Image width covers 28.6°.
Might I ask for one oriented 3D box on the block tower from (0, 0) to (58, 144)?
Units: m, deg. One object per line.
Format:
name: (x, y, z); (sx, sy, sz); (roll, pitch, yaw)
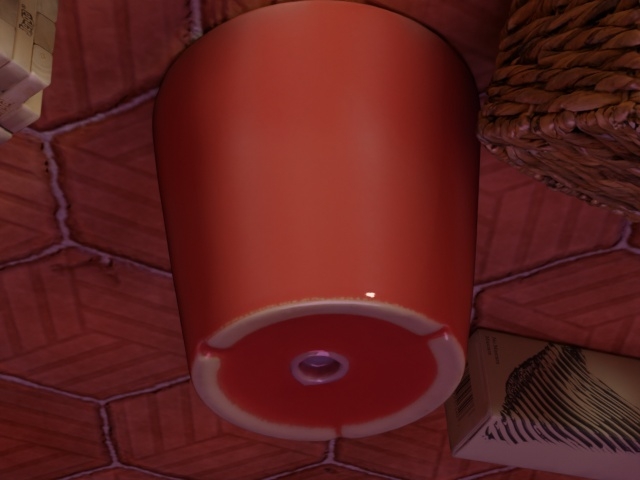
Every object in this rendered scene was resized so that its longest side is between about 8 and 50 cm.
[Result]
block tower: (-0.314, -0.189, 0.800); (0.091, 0.097, 0.335); (-28, 138, 29)

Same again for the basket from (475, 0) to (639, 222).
basket: (0.282, -0.130, 0.916); (0.299, 0.223, 0.213); (19, 171, -27)

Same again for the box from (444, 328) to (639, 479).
box: (0.270, 0.180, 1.314); (0.275, 0.113, 0.094); (10, 140, -19)

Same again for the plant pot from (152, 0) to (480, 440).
plant pot: (0.000, 0.000, 0.946); (0.275, 0.243, 0.275); (-1, 143, -1)
